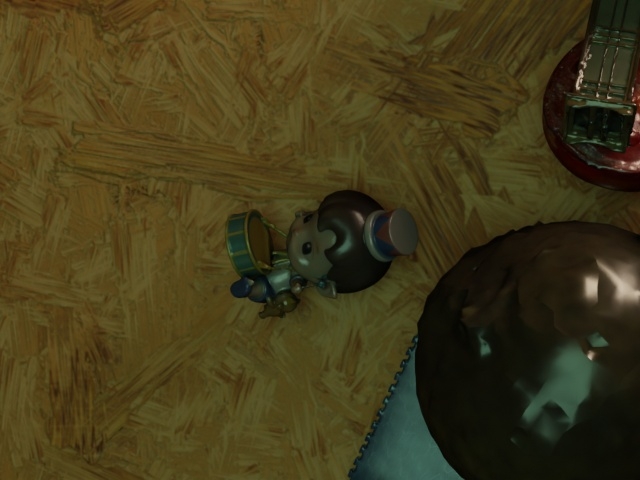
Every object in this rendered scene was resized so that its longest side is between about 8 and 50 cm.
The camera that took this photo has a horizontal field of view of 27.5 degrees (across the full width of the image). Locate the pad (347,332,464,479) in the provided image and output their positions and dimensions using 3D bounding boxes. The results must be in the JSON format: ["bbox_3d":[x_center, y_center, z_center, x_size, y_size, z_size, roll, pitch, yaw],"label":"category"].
[{"bbox_3d":[0.202,0.303,1.882,0.269,0.012,0.269,25,97,10],"label":"pad"}]

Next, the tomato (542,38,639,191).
[{"bbox_3d":[0.396,-0.157,1.753,0.200,0.139,0.233,21,63,11],"label":"tomato"}]

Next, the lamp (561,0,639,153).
[{"bbox_3d":[0.384,-0.271,1.692,0.090,0.089,0.325,12,60,12],"label":"lamp"}]

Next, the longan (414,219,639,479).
[{"bbox_3d":[0.306,0.153,1.665,0.391,0.391,0.391,1,93,13],"label":"longan"}]

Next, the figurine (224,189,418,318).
[{"bbox_3d":[0.004,0.005,1.838,0.276,0.158,0.161,-15,49,15],"label":"figurine"}]
